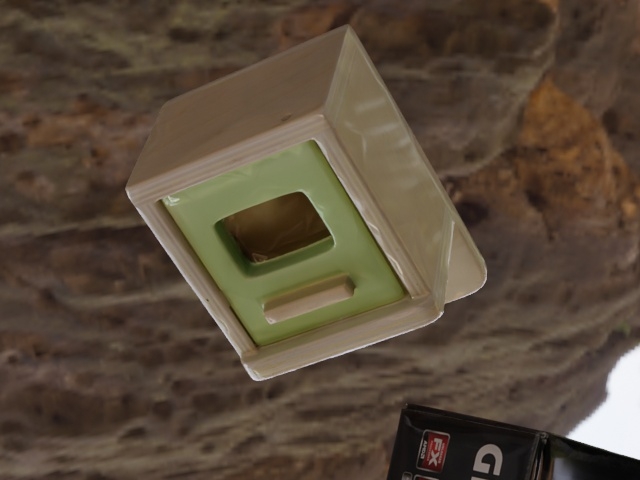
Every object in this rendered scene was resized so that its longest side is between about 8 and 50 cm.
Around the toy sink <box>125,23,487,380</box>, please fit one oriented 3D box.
[{"bbox_3d":[0.000,0.000,0.959,0.152,0.234,0.131,-19,-150,22],"label":"toy sink"}]

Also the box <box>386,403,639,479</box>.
[{"bbox_3d":[0.086,0.157,0.444,0.051,0.220,0.175,7,-101,40],"label":"box"}]
